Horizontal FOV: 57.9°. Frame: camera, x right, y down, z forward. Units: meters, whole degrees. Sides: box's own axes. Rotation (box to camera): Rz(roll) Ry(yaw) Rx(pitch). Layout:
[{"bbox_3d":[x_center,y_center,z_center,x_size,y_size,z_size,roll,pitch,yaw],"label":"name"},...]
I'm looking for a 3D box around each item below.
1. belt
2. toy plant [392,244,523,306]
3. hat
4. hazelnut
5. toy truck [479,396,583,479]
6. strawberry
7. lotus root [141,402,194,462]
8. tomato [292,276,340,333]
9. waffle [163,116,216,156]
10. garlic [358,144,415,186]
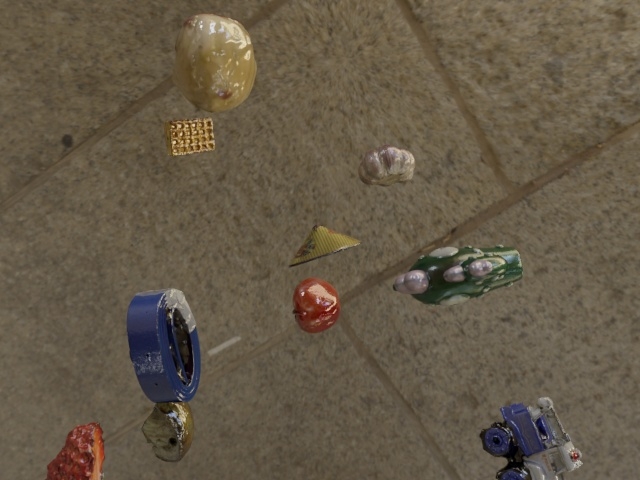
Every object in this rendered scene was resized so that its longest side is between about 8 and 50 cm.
[{"bbox_3d":[-0.463,0.318,1.745,0.117,0.212,0.346,-7,100,20],"label":"belt"},{"bbox_3d":[0.256,0.067,1.108,0.243,0.233,0.112,-16,79,31],"label":"toy plant"},{"bbox_3d":[0.000,0.000,1.428,0.193,0.193,0.082,-20,90,8],"label":"hat"},{"bbox_3d":[-0.291,-0.473,1.550,0.241,0.261,0.261,-14,106,2],"label":"hazelnut"},{"bbox_3d":[0.475,0.461,1.278,0.177,0.161,0.213,-30,67,29],"label":"toy truck"},{"bbox_3d":[-0.507,0.468,1.182,0.111,0.190,0.236,4,122,-13],"label":"strawberry"},{"bbox_3d":[-0.484,0.607,1.913,0.210,0.142,0.314,58,142,1],"label":"lotus root"},{"bbox_3d":[-0.015,0.197,1.815,0.151,0.187,0.187,-13,107,7],"label":"tomato"},{"bbox_3d":[-0.374,-0.296,1.658,0.042,0.148,0.102,9,108,46],"label":"waffle"},{"bbox_3d":[0.180,-0.209,1.597,0.159,0.147,0.102,-9,72,-9],"label":"garlic"}]
